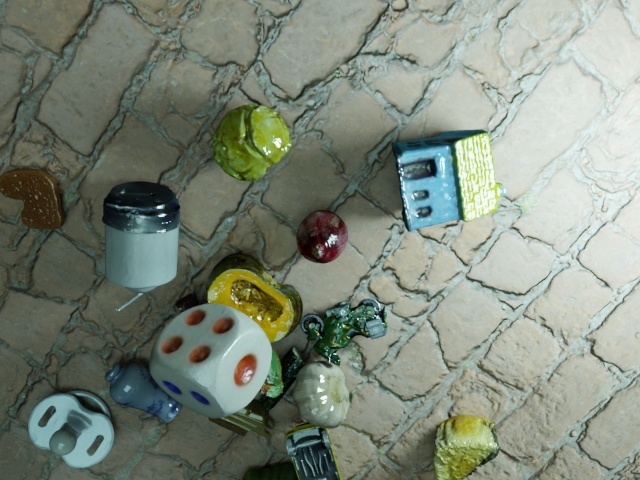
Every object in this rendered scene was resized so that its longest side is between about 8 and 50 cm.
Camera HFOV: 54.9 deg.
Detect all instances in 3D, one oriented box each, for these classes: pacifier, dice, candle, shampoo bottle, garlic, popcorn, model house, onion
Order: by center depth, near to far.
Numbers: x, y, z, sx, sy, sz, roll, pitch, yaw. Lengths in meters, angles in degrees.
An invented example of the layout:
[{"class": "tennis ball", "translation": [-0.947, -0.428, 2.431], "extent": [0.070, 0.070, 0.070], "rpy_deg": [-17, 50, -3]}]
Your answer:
[{"class": "model house", "translation": [0.355, -0.173, 1.719], "extent": [0.303, 0.215, 0.237], "rpy_deg": [-11, 107, 1]}, {"class": "popcorn", "translation": [-0.195, -0.276, 1.722], "extent": [0.221, 0.184, 0.204], "rpy_deg": [-27, 99, 12]}, {"class": "dice", "translation": [-0.312, 0.341, 1.771], "extent": [0.251, 0.259, 0.243], "rpy_deg": [9, 136, 30]}, {"class": "onion", "translation": [0.000, 0.000, 1.793], "extent": [0.159, 0.195, 0.160], "rpy_deg": [4, 114, 9]}, {"class": "candle", "translation": [-0.527, 0.015, 1.813], "extent": [0.221, 0.221, 0.343], "rpy_deg": [8, 112, 0]}, {"class": "shampoo bottle", "translation": [-0.372, 0.282, 1.966], "extent": [0.067, 0.068, 0.236], "rpy_deg": [-29, 107, 7]}, {"class": "garlic", "translation": [-0.025, 0.503, 1.967], "extent": [0.212, 0.218, 0.219], "rpy_deg": [-24, 107, 35]}, {"class": "pacifier", "translation": [-0.818, 0.629, 2.023], "extent": [0.287, 0.226, 0.238], "rpy_deg": [39, 87, -11]}]

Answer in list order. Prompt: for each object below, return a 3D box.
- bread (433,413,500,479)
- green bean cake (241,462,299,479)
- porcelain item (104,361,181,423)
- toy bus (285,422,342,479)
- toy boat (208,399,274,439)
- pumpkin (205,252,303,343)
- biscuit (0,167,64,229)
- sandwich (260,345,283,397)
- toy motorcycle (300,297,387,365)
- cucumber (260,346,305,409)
[{"class": "bread", "translation": [0.447, 0.664, 1.992], "extent": [0.162, 0.204, 0.262], "rpy_deg": [41, 109, 2]}, {"class": "green bean cake", "translation": [-0.160, 0.903, 2.128], "extent": [0.222, 0.125, 0.248], "rpy_deg": [-16, 106, 8]}, {"class": "porcelain item", "translation": [-0.582, 0.495, 2.015], "extent": [0.259, 0.141, 0.141], "rpy_deg": [39, 106, -17]}, {"class": "toy bus", "translation": [-0.013, 0.736, 2.055], "extent": [0.144, 0.152, 0.330], "rpy_deg": [-14, 109, 1]}, {"class": "toy boat", "translation": [-0.297, 0.572, 2.045], "extent": [0.310, 0.089, 0.115], "rpy_deg": [23, 110, -5]}, {"class": "pumpkin", "translation": [-0.212, 0.195, 1.899], "extent": [0.317, 0.139, 0.222], "rpy_deg": [38, 102, -12]}, {"class": "biscuit", "translation": [-0.880, -0.125, 1.874], "extent": [0.186, 0.036, 0.192], "rpy_deg": [-3, 108, 6]}, {"class": "sandwich", "translation": [-0.208, 0.409, 1.930], "extent": [0.159, 0.185, 0.109], "rpy_deg": [-2, 114, -27]}, {"class": "toy motorcycle", "translation": [0.084, 0.288, 1.922], "extent": [0.274, 0.125, 0.187], "rpy_deg": [-17, 97, 8]}, {"class": "cucumber", "translation": [-0.127, 0.455, 2.009], "extent": [0.074, 0.074, 0.241], "rpy_deg": [31, 108, -7]}]
